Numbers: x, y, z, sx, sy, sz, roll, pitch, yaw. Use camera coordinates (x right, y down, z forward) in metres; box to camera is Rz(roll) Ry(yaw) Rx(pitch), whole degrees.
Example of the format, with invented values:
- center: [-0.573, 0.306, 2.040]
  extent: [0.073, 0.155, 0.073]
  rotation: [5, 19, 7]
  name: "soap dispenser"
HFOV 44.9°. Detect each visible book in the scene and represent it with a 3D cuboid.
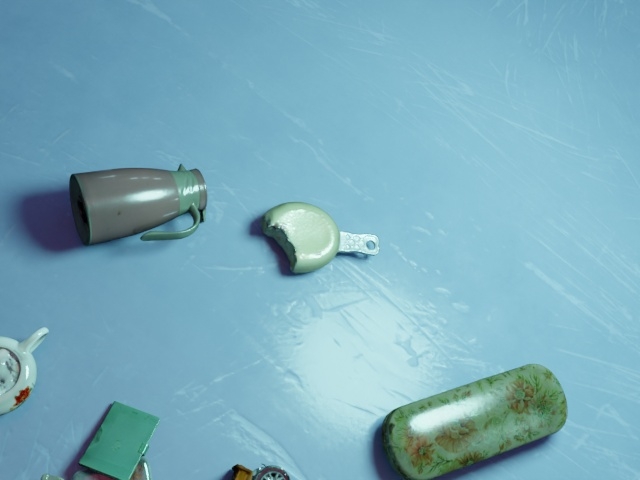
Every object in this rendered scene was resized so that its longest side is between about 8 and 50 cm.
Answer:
- center: [-0.367, 0.372, 1.434]
  extent: [0.103, 0.017, 0.135]
  rotation: [18, 50, 7]
  name: "book"

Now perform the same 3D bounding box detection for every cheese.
- center: [0.001, -0.019, 1.704]
  extent: [0.248, 0.071, 0.163]
  rotation: [-14, 73, -21]
  name: "cheese"

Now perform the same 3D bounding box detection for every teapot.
- center: [-0.586, 0.241, 1.411]
  extent: [0.145, 0.092, 0.226]
  rotation: [42, 62, 1]
  name: "teapot"

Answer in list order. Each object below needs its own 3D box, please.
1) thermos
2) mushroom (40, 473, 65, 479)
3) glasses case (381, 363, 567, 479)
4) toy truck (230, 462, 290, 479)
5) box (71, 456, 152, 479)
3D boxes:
- center: [-0.359, -0.073, 1.586]
  extent: [0.265, 0.146, 0.176]
  rotation: [-11, 65, -26]
  name: "thermos"
- center: [-0.470, 0.511, 1.357]
  extent: [0.059, 0.054, 0.202]
  rotation: [-1, 63, -23]
  name: "mushroom"
- center: [0.327, 0.376, 1.616]
  extent: [0.425, 0.098, 0.156]
  rotation: [-13, 77, -21]
  name: "glasses case"
- center: [-0.014, 0.561, 1.402]
  extent: [0.387, 0.173, 0.207]
  rotation: [26, 69, -1]
  name: "toy truck"
- center: [-0.353, 0.541, 1.380]
  extent: [0.142, 0.044, 0.285]
  rotation: [-10, 70, -16]
  name: "box"
